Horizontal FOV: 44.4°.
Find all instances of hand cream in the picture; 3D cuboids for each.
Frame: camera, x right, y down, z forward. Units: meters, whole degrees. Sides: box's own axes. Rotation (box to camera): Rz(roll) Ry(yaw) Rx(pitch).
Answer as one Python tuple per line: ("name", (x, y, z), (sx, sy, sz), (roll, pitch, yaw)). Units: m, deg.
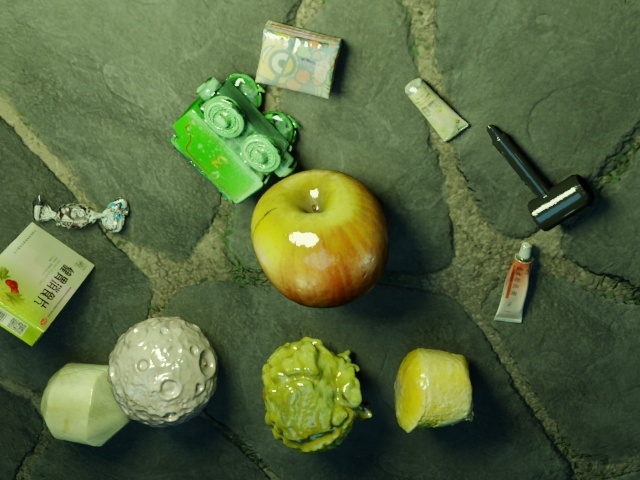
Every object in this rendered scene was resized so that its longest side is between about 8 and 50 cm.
("hand cream", (0.217, -0.250, 1.502), (0.061, 0.039, 0.143), (-37, 113, 25))
("hand cream", (0.419, 0.094, 1.681), (0.052, 0.038, 0.216), (25, 131, 27))

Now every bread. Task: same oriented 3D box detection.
("bread", (0.252, 0.341, 1.776), (0.171, 0.197, 0.197), (5, 122, -1))

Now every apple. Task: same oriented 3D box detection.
("apple", (0.000, 0.000, 1.554), (0.286, 0.286, 0.233), (-1, 140, 11))

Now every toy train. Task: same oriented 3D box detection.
("toy train", (-0.168, -0.203, 1.548), (0.188, 0.132, 0.243), (-31, 112, 34))

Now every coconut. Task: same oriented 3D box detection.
("coconut", (-0.568, 0.407, 1.953), (0.222, 0.202, 0.202), (5, 122, 9))

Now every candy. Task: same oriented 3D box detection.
("candy", (-0.535, -0.062, 1.746), (0.227, 0.051, 0.093), (0, 111, 8))

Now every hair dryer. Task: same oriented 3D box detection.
("hair dryer", (0.417, -0.142, 1.525), (0.114, 0.070, 0.248), (-35, 101, 28))

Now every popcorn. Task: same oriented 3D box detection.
("popcorn", (-0.019, 0.360, 1.813), (0.270, 0.224, 0.257), (35, 114, -5))

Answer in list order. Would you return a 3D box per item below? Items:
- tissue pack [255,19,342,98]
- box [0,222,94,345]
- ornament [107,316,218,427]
("tissue pack", (-0.042, -0.339, 1.477), (0.148, 0.060, 0.108), (14, 124, 2))
("box", (-0.636, 0.091, 1.729), (0.175, 0.260, 0.062), (37, 121, -12))
("ornament", (-0.356, 0.300, 1.817), (0.225, 0.259, 0.259), (-12, 119, 23))
